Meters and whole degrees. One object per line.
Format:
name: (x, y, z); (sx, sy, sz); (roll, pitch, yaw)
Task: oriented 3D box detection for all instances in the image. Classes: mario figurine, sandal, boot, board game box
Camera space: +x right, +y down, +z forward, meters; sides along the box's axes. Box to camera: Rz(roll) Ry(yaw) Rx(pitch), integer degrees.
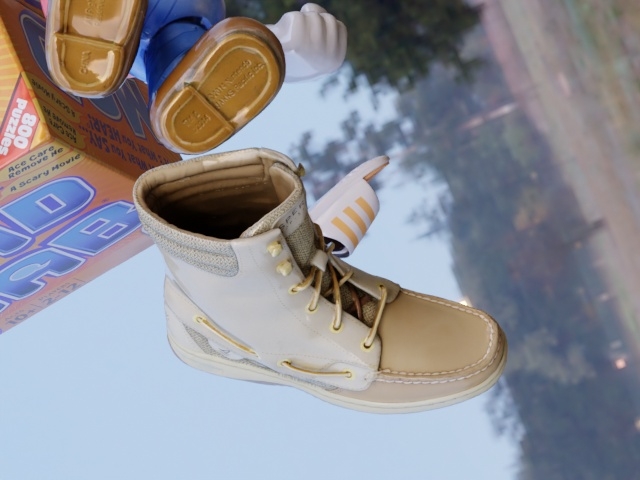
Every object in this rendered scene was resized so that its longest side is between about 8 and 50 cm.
mario figurine: (-0.100, -0.173, 0.940); (0.320, 0.170, 0.198); (-118, 3, -66)
sandal: (-0.002, 0.002, 1.879); (0.076, 0.265, 0.102); (48, 167, 1)
boot: (0.004, 0.028, 1.100); (0.203, 0.262, 0.095); (83, -160, -54)
board game box: (-0.405, -0.126, 1.641); (0.356, 0.356, 0.356); (64, -167, 18)
